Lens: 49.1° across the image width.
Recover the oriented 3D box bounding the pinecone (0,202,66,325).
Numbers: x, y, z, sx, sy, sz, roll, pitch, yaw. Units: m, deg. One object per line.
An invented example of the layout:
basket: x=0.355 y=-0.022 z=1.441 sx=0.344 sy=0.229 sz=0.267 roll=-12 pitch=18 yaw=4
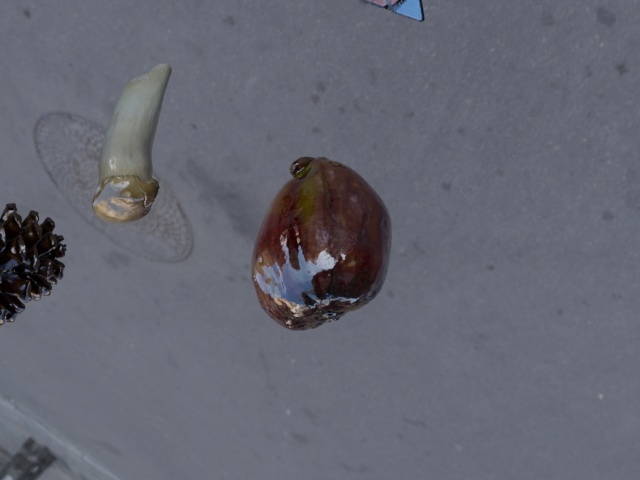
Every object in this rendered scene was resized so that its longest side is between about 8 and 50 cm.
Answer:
pinecone: x=-0.593 y=0.039 z=1.240 sx=0.246 sy=0.292 sz=0.246 roll=12 pitch=109 yaw=39

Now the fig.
fig: x=0.005 y=0.011 z=1.044 sx=0.224 sy=0.263 sz=0.224 roll=20 pitch=177 yaw=1

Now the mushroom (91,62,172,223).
mushroom: x=-0.215 y=-0.122 z=0.821 sx=0.071 sy=0.209 sz=0.084 roll=16 pitch=152 yaw=-23

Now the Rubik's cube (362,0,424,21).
Rubik's cube: x=0.121 y=-0.635 z=1.761 sx=0.284 sy=0.234 sz=0.250 roll=110 pitch=146 yaw=-76
